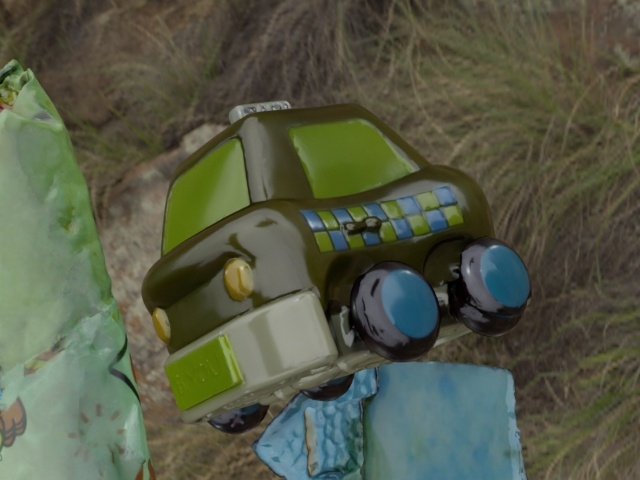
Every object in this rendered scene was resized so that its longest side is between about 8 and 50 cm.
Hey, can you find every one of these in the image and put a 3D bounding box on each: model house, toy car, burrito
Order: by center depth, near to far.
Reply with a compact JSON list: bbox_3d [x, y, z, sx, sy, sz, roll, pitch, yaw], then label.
[{"bbox_3d":[-0.136,0.058,0.525,0.104,0.054,0.288,-10,81,-21],"label":"burrito"},{"bbox_3d":[0.000,0.000,0.764,0.248,0.204,0.198,-11,76,-42],"label":"toy car"},{"bbox_3d":[0.058,0.257,1.309,0.241,0.261,0.226,-15,72,45],"label":"model house"}]
